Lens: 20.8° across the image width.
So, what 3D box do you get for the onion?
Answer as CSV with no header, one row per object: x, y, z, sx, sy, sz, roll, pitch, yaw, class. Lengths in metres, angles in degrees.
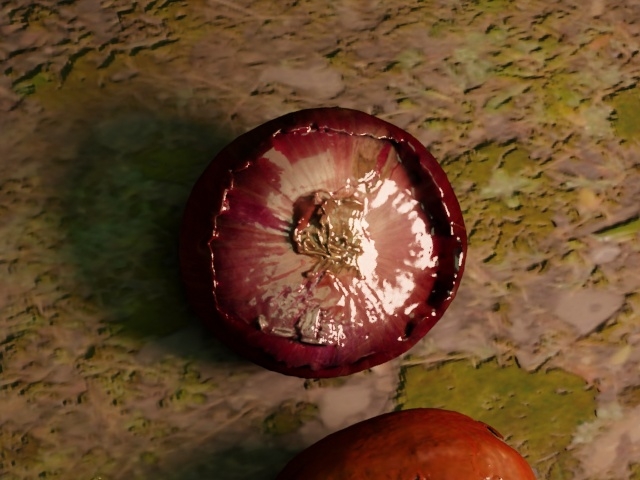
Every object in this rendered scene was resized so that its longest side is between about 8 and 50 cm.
0.001,0.005,1.491,0.248,0.161,0.248,2,77,-9,onion

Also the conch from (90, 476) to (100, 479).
-0.184,0.250,1.406,0.089,0.074,0.121,9,95,17,conch

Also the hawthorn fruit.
0.037,0.250,1.430,0.299,0.211,0.211,-9,80,-10,hawthorn fruit
